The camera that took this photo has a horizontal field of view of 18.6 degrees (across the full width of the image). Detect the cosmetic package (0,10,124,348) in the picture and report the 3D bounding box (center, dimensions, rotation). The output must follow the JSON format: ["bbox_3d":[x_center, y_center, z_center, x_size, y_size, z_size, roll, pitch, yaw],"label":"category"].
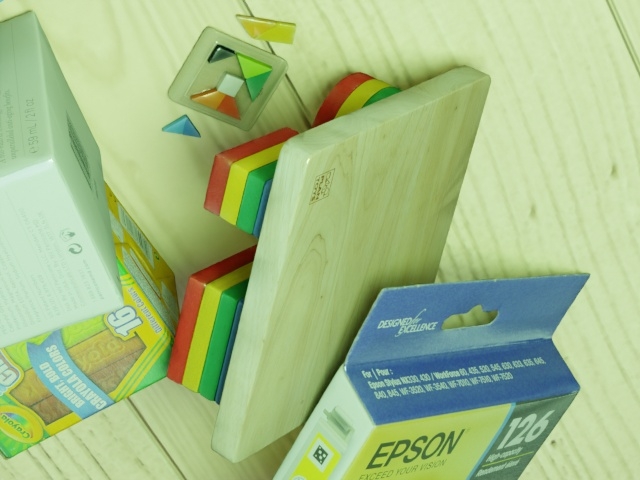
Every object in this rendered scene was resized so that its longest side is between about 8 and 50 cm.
[{"bbox_3d":[-0.275,-0.025,1.382,0.225,0.224,0.138,-21,124,1],"label":"cosmetic package"}]

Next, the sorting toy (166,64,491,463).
[{"bbox_3d":[0.000,0.000,1.468,0.255,0.089,0.257,-27,138,-52],"label":"sorting toy"}]

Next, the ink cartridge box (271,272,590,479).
[{"bbox_3d":[0.083,0.169,1.582,0.304,0.072,0.307,-3,132,-52],"label":"ink cartridge box"}]

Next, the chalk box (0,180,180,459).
[{"bbox_3d":[-0.228,0.065,1.503,0.213,0.132,0.132,-29,122,7],"label":"chalk box"}]

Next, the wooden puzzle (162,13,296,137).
[{"bbox_3d":[-0.070,-0.122,1.490,0.079,0.014,0.116,16,117,-20],"label":"wooden puzzle"}]
